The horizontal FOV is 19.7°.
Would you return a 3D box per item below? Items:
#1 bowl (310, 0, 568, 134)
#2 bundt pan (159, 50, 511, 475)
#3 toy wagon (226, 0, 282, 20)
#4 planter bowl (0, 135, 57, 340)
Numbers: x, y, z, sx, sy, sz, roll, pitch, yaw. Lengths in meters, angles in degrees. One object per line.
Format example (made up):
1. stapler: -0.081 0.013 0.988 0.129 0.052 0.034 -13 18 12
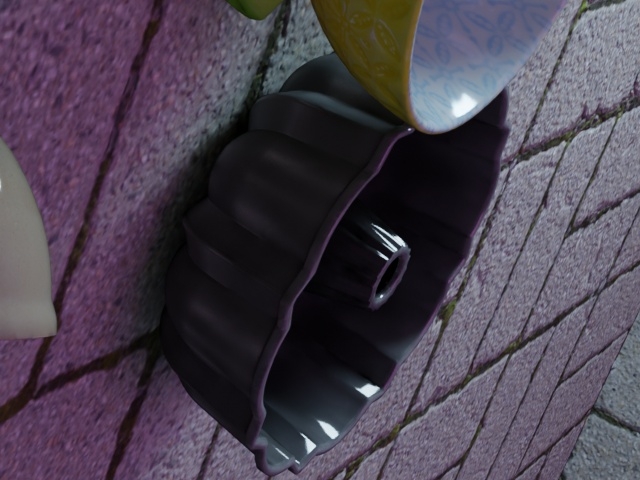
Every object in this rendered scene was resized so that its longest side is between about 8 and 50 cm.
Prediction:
1. bowl: 0.069 -0.227 1.125 0.289 0.156 0.289 -49 158 -28
2. bundt pan: 0.000 0.000 1.331 0.331 0.124 0.331 -50 159 -28
3. toy wagon: 0.041 -0.209 0.818 0.267 0.344 0.068 -45 130 -3
4. planter bowl: -0.196 -0.014 0.810 0.162 0.162 0.109 0 91 -68
